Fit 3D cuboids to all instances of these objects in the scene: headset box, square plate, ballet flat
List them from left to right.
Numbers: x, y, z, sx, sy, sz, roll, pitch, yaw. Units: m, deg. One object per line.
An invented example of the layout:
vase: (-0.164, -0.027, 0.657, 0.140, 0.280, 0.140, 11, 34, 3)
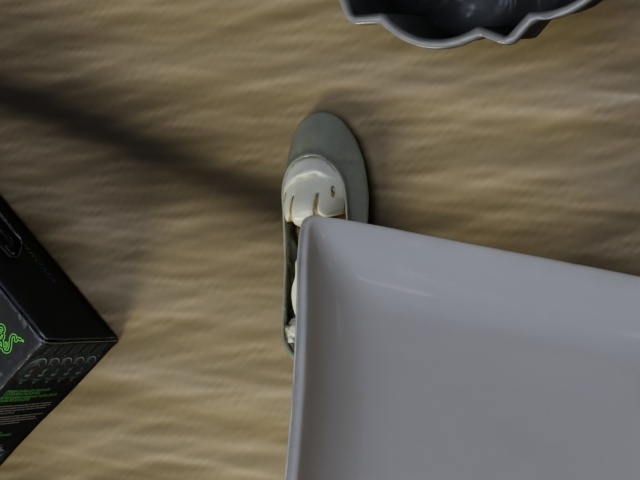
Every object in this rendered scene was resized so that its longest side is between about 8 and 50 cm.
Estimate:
headset box: (-0.350, 0.080, 1.640, 0.283, 0.131, 0.246, -45, 73, 14)
ballet flat: (0.000, 0.000, 1.529, 0.072, 0.068, 0.213, -4, 86, 23)
square plate: (0.142, 0.148, 1.302, 0.347, 0.344, 0.049, 11, 136, -8)

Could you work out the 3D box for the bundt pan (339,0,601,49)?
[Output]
bundt pan: (0.130, -0.300, 1.458, 0.330, 0.124, 0.331, -1, 87, 24)
